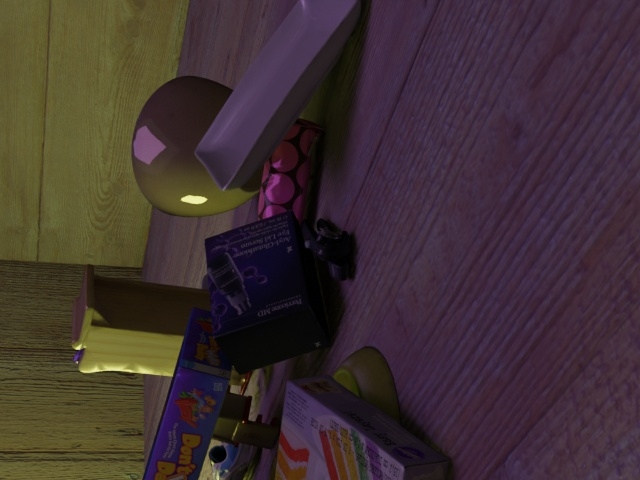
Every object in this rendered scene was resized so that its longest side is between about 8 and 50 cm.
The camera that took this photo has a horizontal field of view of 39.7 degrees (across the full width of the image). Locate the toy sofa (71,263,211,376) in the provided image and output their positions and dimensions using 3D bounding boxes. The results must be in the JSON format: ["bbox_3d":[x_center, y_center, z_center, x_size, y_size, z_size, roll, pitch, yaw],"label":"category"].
[{"bbox_3d":[-0.342,0.181,1.890,0.150,0.363,0.177,-109,33,-52],"label":"toy sofa"}]

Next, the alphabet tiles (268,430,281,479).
[{"bbox_3d":[-0.043,0.442,1.410,0.284,0.021,0.278,-109,28,-53],"label":"alphabet tiles"}]

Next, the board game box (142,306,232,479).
[{"bbox_3d":[-0.223,0.313,1.420,0.233,0.078,0.347,-98,25,-72],"label":"board game box"}]

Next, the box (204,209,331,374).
[{"bbox_3d":[-0.083,0.077,1.351,0.108,0.153,0.207,64,-171,-46],"label":"box"}]

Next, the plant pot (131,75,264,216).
[{"bbox_3d":[-0.198,-0.173,1.736,0.191,0.284,0.284,13,101,37],"label":"plant pot"}]

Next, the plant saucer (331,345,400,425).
[{"bbox_3d":[0.042,0.256,1.136,0.241,0.037,0.241,-177,90,-74],"label":"plant saucer"}]

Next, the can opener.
[{"bbox_3d":[0.000,0.000,1.302,0.186,0.059,0.073,-128,44,-66],"label":"can opener"}]

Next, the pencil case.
[{"bbox_3d":[-0.050,-0.095,1.456,0.098,0.095,0.209,13,104,28],"label":"pencil case"}]

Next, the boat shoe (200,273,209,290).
[{"bbox_3d":[-0.254,0.201,2.060,0.088,0.096,0.267,108,160,-50],"label":"boat shoe"}]

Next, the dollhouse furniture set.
[{"bbox_3d":[-0.139,0.253,1.665,0.262,0.135,0.259,112,168,-45],"label":"dollhouse furniture set"}]

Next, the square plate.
[{"bbox_3d":[-0.071,-0.243,1.415,0.344,0.049,0.347,-54,21,4],"label":"square plate"}]

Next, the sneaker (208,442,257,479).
[{"bbox_3d":[-0.187,0.453,1.761,0.085,0.086,0.237,-71,2,-53],"label":"sneaker"}]

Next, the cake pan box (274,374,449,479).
[{"bbox_3d":[0.034,0.313,1.005,0.267,0.070,0.245,25,112,56],"label":"cake pan box"}]
